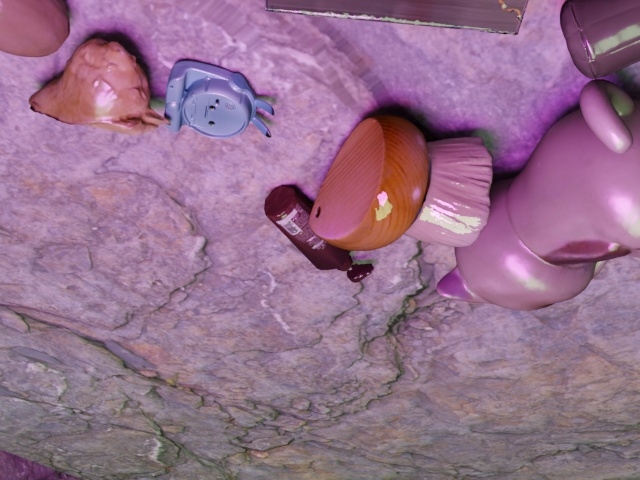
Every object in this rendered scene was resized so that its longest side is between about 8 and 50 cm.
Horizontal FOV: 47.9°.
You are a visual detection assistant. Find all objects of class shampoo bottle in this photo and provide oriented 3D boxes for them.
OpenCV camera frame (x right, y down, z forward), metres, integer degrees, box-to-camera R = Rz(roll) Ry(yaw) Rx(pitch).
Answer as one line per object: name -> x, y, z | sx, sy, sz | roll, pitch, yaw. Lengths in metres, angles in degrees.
shampoo bottle -> 0.002, -0.002, 1.178 | 0.068, 0.067, 0.236 | -8, 144, 35

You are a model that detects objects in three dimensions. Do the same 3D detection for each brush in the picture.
brush -> 0.101, -0.058, 1.013 | 0.166, 0.174, 0.266 | 12, 158, -23

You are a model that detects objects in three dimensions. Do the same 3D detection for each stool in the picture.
stool -> 0.323, -0.234, 0.783 | 0.110, 0.096, 0.096 | -19, 138, 24

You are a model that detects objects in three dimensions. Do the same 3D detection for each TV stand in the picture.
TV stand -> 0.080, -0.284, 0.750 | 0.269, 0.088, 0.083 | 6, 143, 0

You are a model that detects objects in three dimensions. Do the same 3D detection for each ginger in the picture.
ginger -> -0.303, -0.202, 0.931 | 0.193, 0.115, 0.123 | 10, 119, 21

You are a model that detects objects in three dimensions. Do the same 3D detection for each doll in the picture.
doll -> 0.334, -0.037, 0.958 | 0.226, 0.215, 0.370 | 29, 139, -6

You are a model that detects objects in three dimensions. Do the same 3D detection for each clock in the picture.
clock -> -0.132, -0.179, 0.965 | 0.147, 0.045, 0.108 | 11, 145, -8

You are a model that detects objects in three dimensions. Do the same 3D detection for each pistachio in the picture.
pistachio -> -0.355, -0.273, 0.824 | 0.113, 0.113, 0.149 | -15, 155, 26
